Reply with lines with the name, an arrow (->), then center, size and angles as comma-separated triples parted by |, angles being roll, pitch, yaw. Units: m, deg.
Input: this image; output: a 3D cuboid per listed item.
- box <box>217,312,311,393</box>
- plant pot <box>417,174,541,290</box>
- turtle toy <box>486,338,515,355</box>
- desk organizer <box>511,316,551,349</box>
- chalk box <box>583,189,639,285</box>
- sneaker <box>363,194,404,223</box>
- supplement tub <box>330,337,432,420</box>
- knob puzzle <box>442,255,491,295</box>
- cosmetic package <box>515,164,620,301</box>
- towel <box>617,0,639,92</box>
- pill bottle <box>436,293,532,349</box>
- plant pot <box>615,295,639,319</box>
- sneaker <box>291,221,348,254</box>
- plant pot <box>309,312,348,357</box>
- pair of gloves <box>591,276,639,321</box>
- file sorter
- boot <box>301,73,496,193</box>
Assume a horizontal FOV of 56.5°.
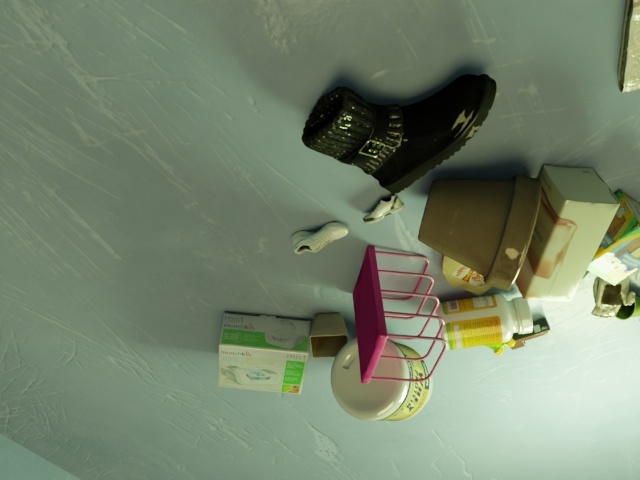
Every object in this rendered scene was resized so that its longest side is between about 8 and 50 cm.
box -> -0.171, 0.339, 1.791 | 0.261, 0.127, 0.231 | 7, 136, -5
plant pot -> 0.348, -0.039, 1.353 | 0.229, 0.263, 0.263 | 15, 135, 10
turtle toy -> 0.529, 0.272, 1.757 | 0.095, 0.066, 0.130 | 40, 124, -3
desk organizer -> 0.622, 0.280, 1.780 | 0.130, 0.047, 0.050 | -23, 132, 21
chalk box -> 0.703, 0.009, 1.454 | 0.132, 0.132, 0.213 | 26, 128, -23
sneaker -> 0.148, -0.078, 1.445 | 0.109, 0.040, 0.044 | -28, 112, 21
supplement tub -> 0.189, 0.404, 1.722 | 0.228, 0.228, 0.316 | -22, 156, 20
knob puzzle -> 0.406, 0.057, 1.574 | 0.213, 0.030, 0.213 | 0, 135, 0
cosmetic package -> 0.559, -0.012, 1.402 | 0.129, 0.153, 0.296 | 3, 127, -6
towel -> 0.663, -0.414, 1.100 | 0.187, 0.049, 0.282 | -10, 134, 11
pill bottle -> 0.455, 0.224, 1.662 | 0.245, 0.136, 0.136 | -10, 134, 10
plant pot -> 0.876, 0.183, 1.669 | 0.079, 0.083, 0.083 | 5, 136, -23
sneaker -> 0.000, 0.000, 1.501 | 0.152, 0.061, 0.054 | -17, 130, 14
plant pot -> 0.027, 0.272, 1.741 | 0.109, 0.096, 0.109 | -2, 135, 4
pair of gloves -> 0.842, 0.122, 1.570 | 0.240, 0.042, 0.204 | 9, 107, -9
file sorter -> 0.200, 0.193, 1.531 | 0.182, 0.291, 0.202 | 5, 134, -9
boot -> 0.151, -0.253, 1.203 | 0.260, 0.131, 0.348 | 29, 128, -25
